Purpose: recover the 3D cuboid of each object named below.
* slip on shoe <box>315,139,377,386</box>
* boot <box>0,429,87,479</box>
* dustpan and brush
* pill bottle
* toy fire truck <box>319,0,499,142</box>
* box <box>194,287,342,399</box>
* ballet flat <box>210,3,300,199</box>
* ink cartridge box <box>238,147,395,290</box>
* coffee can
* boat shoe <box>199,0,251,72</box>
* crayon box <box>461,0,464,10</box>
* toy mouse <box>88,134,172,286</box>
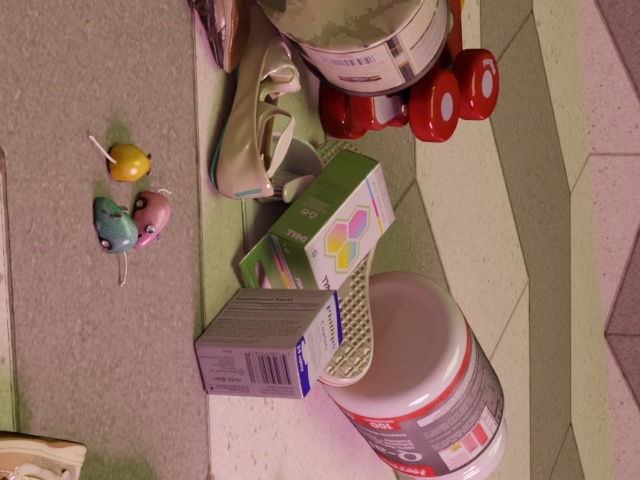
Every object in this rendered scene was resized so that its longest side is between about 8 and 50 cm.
[{"bbox_3d":[0.014,0.029,1.923,0.101,0.123,0.331,138,-45,-66],"label":"slip on shoe"},{"bbox_3d":[-0.274,0.243,1.253,0.213,0.077,0.165,26,70,-66],"label":"boot"},{"bbox_3d":[-0.018,-0.070,1.843,0.211,0.060,0.147,-23,113,-60],"label":"dustpan and brush"},{"bbox_3d":[0.141,0.211,2.084,0.363,0.210,0.210,56,41,-55],"label":"pill bottle"},{"bbox_3d":[0.115,-0.272,2.005,0.302,0.169,0.253,-31,120,-54],"label":"toy fire truck"},{"bbox_3d":[-0.056,0.116,1.705,0.137,0.126,0.072,-52,137,-55],"label":"box"},{"bbox_3d":[-0.063,-0.161,1.728,0.086,0.086,0.248,46,49,-60],"label":"ballet flat"},{"bbox_3d":[0.000,0.000,1.805,0.209,0.062,0.109,-49,144,-25],"label":"ink cartridge box"},{"bbox_3d":[0.043,-0.290,1.741,0.275,0.202,0.201,30,63,-80],"label":"coffee can"},{"bbox_3d":[-0.108,-0.252,1.652,0.152,0.049,0.056,96,19,-48],"label":"boat shoe"},{"bbox_3d":[0.149,-0.405,2.231,0.318,0.081,0.202,67,33,-47],"label":"crayon box"},{"bbox_3d":[-0.185,-0.024,1.503,0.161,0.031,0.143,13,79,-67],"label":"toy mouse"}]
